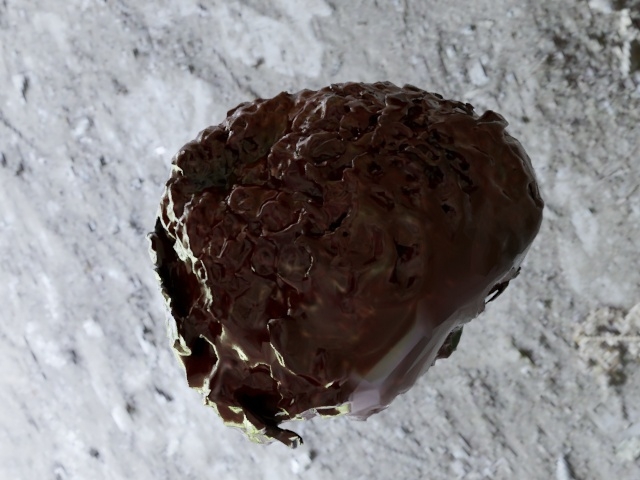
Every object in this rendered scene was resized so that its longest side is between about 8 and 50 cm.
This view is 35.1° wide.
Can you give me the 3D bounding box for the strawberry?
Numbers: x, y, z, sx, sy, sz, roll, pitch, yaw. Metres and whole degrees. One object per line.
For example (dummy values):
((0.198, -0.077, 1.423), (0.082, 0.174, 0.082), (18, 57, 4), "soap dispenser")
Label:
((0.000, 0.000, 0.685), (0.220, 0.274, 0.274), (43, 138, -6), "strawberry")
